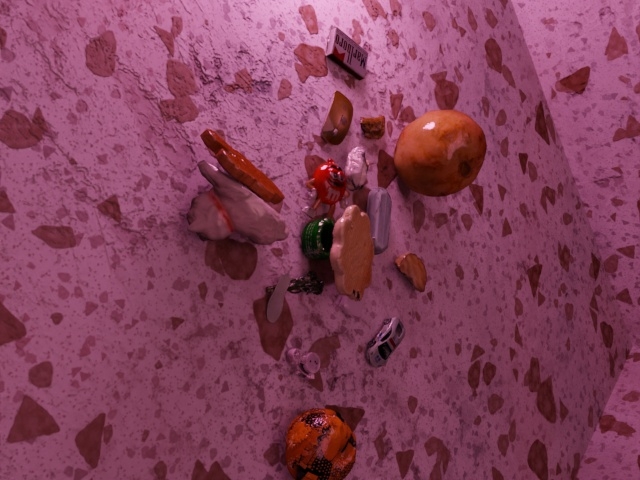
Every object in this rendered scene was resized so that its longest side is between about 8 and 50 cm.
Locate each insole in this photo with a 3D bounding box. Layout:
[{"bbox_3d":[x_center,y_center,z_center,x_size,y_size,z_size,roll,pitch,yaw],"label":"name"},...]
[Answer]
[{"bbox_3d":[-0.125,0.171,1.942,0.053,0.002,0.152,25,82,-25],"label":"insole"}]

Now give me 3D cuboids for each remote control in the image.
[{"bbox_3d":[0.204,-0.069,2.302,0.104,0.052,0.247,24,65,-42],"label":"remote control"}]

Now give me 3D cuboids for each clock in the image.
[{"bbox_3d":[-0.052,0.375,1.986,0.129,0.041,0.087,33,58,-42],"label":"clock"}]

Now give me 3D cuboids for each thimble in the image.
[{"bbox_3d":[0.000,0.000,2.060,0.118,0.090,0.130,50,52,-30],"label":"thimble"}]

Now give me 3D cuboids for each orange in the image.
[{"bbox_3d":[-0.004,0.608,1.900,0.235,0.182,0.234,3,86,-55],"label":"orange"}]

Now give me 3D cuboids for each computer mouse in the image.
[{"bbox_3d":[0.058,-0.418,2.214,0.102,0.045,0.198,35,60,-33],"label":"computer mouse"}]

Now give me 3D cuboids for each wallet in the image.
[{"bbox_3d":[0.121,0.169,2.195,0.095,0.033,0.189,38,58,-33],"label":"wallet"}]

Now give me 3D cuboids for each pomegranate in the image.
[{"bbox_3d":[0.431,-0.327,2.401,0.338,0.338,0.337,8,78,-44],"label":"pomegranate"}]

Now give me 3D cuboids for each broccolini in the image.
[{"bbox_3d":[-0.085,0.142,1.999,0.201,0.058,0.074,-8,47,-28],"label":"broccolini"}]

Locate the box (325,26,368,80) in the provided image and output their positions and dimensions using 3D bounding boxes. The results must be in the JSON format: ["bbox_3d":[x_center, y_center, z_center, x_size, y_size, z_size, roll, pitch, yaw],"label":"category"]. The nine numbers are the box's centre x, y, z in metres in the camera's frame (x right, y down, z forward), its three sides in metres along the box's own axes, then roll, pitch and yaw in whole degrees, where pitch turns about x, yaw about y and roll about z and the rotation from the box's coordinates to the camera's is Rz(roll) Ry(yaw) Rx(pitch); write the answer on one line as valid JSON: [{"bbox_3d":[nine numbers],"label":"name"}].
[{"bbox_3d":[0.095,-0.655,2.292,0.178,0.036,0.115,26,66,-39],"label":"box"}]

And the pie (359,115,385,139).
[{"bbox_3d":[0.192,-0.409,2.354,0.170,0.034,0.091,-12,90,-51],"label":"pie"}]

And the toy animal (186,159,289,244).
[{"bbox_3d":[-0.227,-0.048,1.811,0.308,0.266,0.188,76,39,-74],"label":"toy animal"}]

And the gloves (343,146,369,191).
[{"bbox_3d":[0.119,-0.235,2.222,0.114,0.071,0.153,65,33,-54],"label":"gloves"}]

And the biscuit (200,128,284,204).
[{"bbox_3d":[-0.211,-0.189,1.822,0.047,0.202,0.334,-44,147,8],"label":"biscuit"}]

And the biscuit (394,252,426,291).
[{"bbox_3d":[0.331,0.111,2.391,0.183,0.061,0.118,44,54,-34],"label":"biscuit"}]

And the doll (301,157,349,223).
[{"bbox_3d":[0.029,-0.160,2.121,0.183,0.085,0.217,27,74,-39],"label":"doll"}]

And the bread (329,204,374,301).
[{"bbox_3d":[0.101,0.042,2.082,0.316,0.054,0.315,-1,91,-64],"label":"bread"}]

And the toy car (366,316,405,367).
[{"bbox_3d":[0.229,0.354,2.257,0.205,0.056,0.095,-48,118,-38],"label":"toy car"}]
